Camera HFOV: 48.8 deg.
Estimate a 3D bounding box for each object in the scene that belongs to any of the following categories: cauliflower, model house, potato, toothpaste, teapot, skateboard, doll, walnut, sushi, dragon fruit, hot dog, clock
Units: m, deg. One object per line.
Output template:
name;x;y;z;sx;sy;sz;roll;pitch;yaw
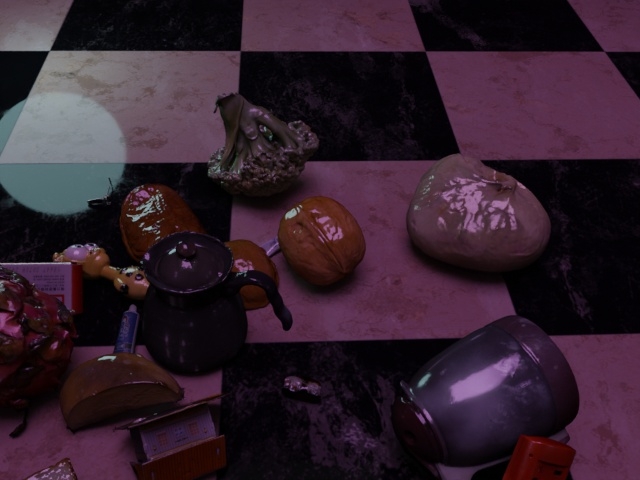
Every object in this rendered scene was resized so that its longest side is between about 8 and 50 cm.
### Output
cauliflower;-0.164;-0.258;1.879;0.327;0.280;0.260;-9;9;11
model house;-0.249;0.374;1.302;0.219;0.207;0.135;-12;80;-29
potato;-0.394;0.269;1.377;0.243;0.098;0.138;-15;40;0
toothpaste;-0.417;0.216;1.515;0.057;0.034;0.197;-7;45;5
teapot;-0.236;0.126;1.434;0.305;0.285;0.223;30;49;28
skateboard;-0.586;-0.130;1.890;0.064;0.032;0.083;-5;45;7
doll;-0.488;0.070;1.634;0.291;0.086;0.117;19;15;19
walnut;0.000;0.000;1.664;0.193;0.193;0.225;-13;47;-16
sushi;-0.035;0.296;1.436;0.083;0.044;0.046;12;44;8
dragon fruit;-0.634;0.191;1.342;0.250;0.269;0.291;40;13;37
hot dog;-0.385;-0.030;1.723;0.196;0.122;0.272;-20;43;-25
toothpaste;-0.098;0.000;1.768;0.190;0.031;0.048;-33;56;-28
walnut;-0.186;0.061;1.651;0.167;0.087;0.211;-28;51;-25
clock;0.376;0.418;1.217;0.113;0.155;0.061;18;2;-23
teapot;0.299;0.339;1.306;0.312;0.233;0.314;-23;76;-17

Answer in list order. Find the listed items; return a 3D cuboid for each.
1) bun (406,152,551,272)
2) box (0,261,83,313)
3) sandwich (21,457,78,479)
bun;0.388;-0.077;1.739;0.361;0.213;0.361;3;41;-2
box;-0.648;0.108;1.563;0.230;0.122;0.050;-1;-1;-4
sandwich;-0.461;0.513;1.149;0.226;0.087;0.251;-25;46;-28
